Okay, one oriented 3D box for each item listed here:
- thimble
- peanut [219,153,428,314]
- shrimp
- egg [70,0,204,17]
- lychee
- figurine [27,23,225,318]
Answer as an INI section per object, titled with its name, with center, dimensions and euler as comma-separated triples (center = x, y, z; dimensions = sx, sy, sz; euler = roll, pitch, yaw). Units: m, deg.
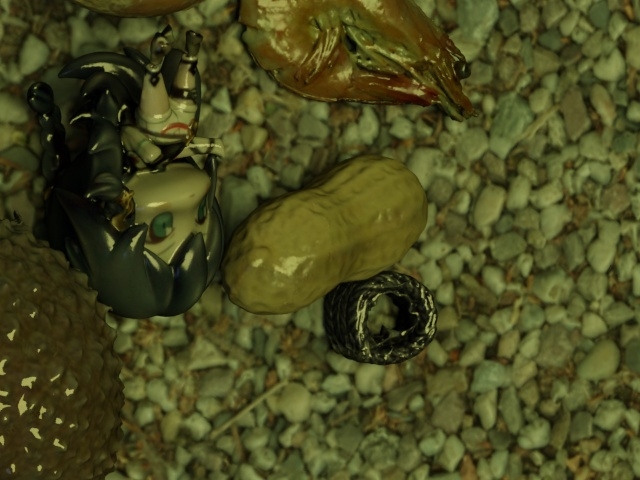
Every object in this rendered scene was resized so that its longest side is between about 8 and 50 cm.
[thimble]
center = 0.061, 0.075, 1.890
dimensions = 0.104, 0.066, 0.095
euler = -22, 103, -26
[peanut]
center = 0.000, 0.000, 1.808
dimensions = 0.257, 0.123, 0.123
euler = -30, 106, -41
[shrimp]
center = 0.044, -0.192, 1.875
dimensions = 0.294, 0.062, 0.154
euler = 30, 92, -22
[egg]
center = -0.155, -0.297, 1.685
dimensions = 0.245, 0.203, 0.203
euler = -42, 110, -37
[lychee]
center = -0.305, 0.123, 1.606
dimensions = 0.300, 0.300, 0.300
euler = -1, 93, -26
[figurine]
center = -0.167, -0.062, 1.697
dimensions = 0.175, 0.197, 0.265
euler = -3, 97, -29
